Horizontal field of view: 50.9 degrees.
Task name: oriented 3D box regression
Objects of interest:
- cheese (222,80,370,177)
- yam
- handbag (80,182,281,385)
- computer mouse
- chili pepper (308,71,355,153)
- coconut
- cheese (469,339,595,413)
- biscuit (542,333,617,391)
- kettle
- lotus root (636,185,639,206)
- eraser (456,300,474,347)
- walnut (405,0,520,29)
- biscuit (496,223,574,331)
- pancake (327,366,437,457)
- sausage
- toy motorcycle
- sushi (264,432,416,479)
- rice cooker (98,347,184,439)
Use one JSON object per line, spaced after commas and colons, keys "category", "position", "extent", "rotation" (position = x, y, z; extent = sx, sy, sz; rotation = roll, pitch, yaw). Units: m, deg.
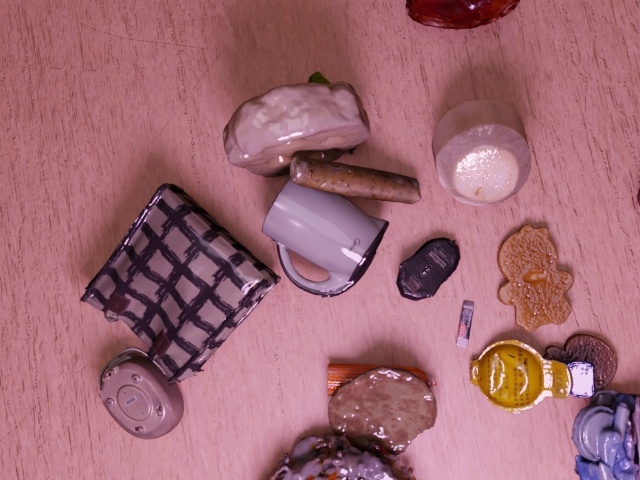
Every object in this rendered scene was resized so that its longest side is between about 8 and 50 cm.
{"category": "cheese", "position": [-0.055, -0.222, 1.390], "extent": [0.318, 0.326, 0.115], "rotation": [-12, 80, -34]}
{"category": "yam", "position": [0.079, -0.124, 1.415], "extent": [0.317, 0.067, 0.071], "rotation": [8, 66, -27]}
{"category": "handbag", "position": [-0.307, 0.098, 1.466], "extent": [0.325, 0.162, 0.327], "rotation": [42, 96, 10]}
{"category": "computer mouse", "position": [0.234, 0.063, 1.465], "extent": [0.172, 0.057, 0.099], "rotation": [-43, 80, -11]}
{"category": "chili pepper", "position": [0.040, -0.293, 1.517], "extent": [0.050, 0.052, 0.202], "rotation": [-29, 83, -12]}
{"category": "coconut", "position": [0.335, -0.189, 1.408], "extent": [0.202, 0.222, 0.202], "rotation": [4, 126, 5]}
{"category": "cheese", "position": [0.436, 0.285, 1.397], "extent": [0.250, 0.064, 0.157], "rotation": [0, 93, 25]}
{"category": "biscuit", "position": [0.539, 0.265, 1.429], "extent": [0.175, 0.026, 0.124], "rotation": [-13, 83, 4]}
{"category": "kettle", "position": [0.000, 0.000, 1.441], "extent": [0.236, 0.161, 0.221], "rotation": [32, 86, 5]}
{"category": "lotus root", "position": [0.773, -0.138, 1.390], "extent": [0.188, 0.199, 0.180], "rotation": [39, 54, -27]}
{"category": "eraser", "position": [0.315, 0.182, 1.462], "extent": [0.027, 0.019, 0.099], "rotation": [10, 87, 6]}
{"category": "walnut", "position": [0.314, -0.586, 1.445], "extent": [0.269, 0.222, 0.244], "rotation": [1, 53, 14]}
{"category": "biscuit", "position": [0.455, 0.078, 1.449], "extent": [0.166, 0.036, 0.226], "rotation": [-16, 81, 4]}
{"category": "pancake", "position": [0.129, 0.358, 1.413], "extent": [0.222, 0.042, 0.236], "rotation": [18, 119, 2]}
{"category": "sausage", "position": [0.131, 0.304, 1.446], "extent": [0.234, 0.071, 0.071], "rotation": [1, 85, 5]}
{"category": "toy motorcycle", "position": [0.627, 0.459, 1.323], "extent": [0.241, 0.182, 0.319], "rotation": [-11, 89, 6]}
{"category": "sushi", "position": [0.039, 0.602, 1.376], "extent": [0.417, 0.176, 0.418], "rotation": [0, 85, 6]}
{"category": "rice cooker", "position": [-0.393, 0.339, 1.469], "extent": [0.145, 0.127, 0.206], "rotation": [-42, 91, 1]}
